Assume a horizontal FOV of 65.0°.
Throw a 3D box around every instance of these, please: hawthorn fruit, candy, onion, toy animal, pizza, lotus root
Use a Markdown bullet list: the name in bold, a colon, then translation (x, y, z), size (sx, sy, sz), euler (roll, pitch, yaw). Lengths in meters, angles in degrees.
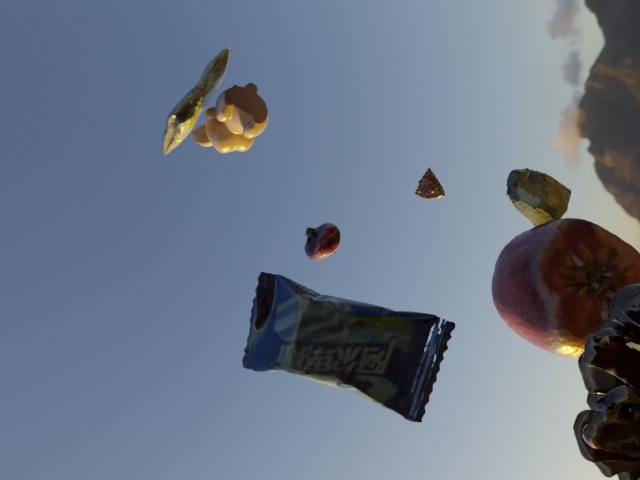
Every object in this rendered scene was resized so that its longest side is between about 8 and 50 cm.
- **hawthorn fruit**: translation (0.471, 0.093, 0.992), size (0.275, 0.300, 0.275), euler (-1, -89, -21)
- **candy**: translation (0.035, 0.175, 0.833), size (0.077, 0.331, 0.187), euler (-28, -48, -78)
- **onion**: translation (0.000, 0.000, 1.341), size (0.104, 0.115, 0.115), euler (37, -124, -24)
- **toy animal**: translation (-0.186, -0.223, 1.037), size (0.124, 0.212, 0.124), euler (12, -116, -26)
- **pizza**: translation (0.322, -0.160, 1.539), size (0.029, 0.099, 0.100), euler (-16, -101, -41)
- **lotus root**: translation (0.490, -0.107, 1.125), size (0.144, 0.070, 0.143), euler (33, -127, -8)

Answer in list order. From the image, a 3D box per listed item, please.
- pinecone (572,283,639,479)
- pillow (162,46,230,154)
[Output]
- **pinecone**: translation (0.415, 0.182, 0.462), size (0.384, 0.384, 0.384), euler (2, -93, -56)
- **pillow**: translation (-0.254, -0.287, 1.030), size (0.050, 0.148, 0.229), euler (36, -123, -19)
